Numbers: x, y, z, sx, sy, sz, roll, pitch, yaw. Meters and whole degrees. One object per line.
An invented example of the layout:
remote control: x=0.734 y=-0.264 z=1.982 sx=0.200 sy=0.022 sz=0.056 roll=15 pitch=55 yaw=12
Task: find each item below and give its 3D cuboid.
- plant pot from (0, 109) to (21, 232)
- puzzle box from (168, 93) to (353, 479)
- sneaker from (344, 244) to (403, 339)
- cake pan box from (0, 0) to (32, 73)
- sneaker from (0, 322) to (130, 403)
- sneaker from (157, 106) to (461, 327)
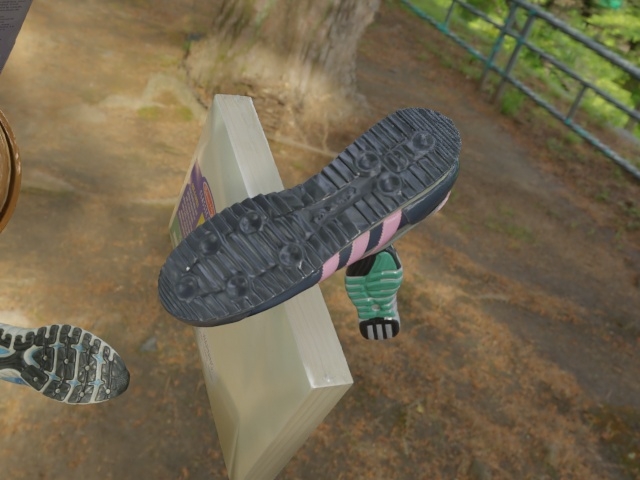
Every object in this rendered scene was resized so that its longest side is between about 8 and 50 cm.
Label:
plant pot: x=-0.500 y=-0.090 z=0.972 sx=0.290 sy=0.291 sz=0.203 roll=4 pitch=0 yaw=-31
puzzle box: x=-0.095 y=0.059 z=0.981 sx=0.052 sy=0.272 sz=0.409 roll=-2 pitch=54 yaw=-27
sneaker: x=0.077 y=0.051 z=1.186 sx=0.083 sy=0.224 sz=0.098 roll=-2 pitch=49 yaw=2
cake pan box: x=-0.353 y=-0.203 z=0.631 sx=0.266 sy=0.245 sz=0.070 roll=-13 pitch=81 yaw=-35
sneaker: x=-0.239 y=0.104 z=0.711 sx=0.162 sy=0.063 sz=0.073 roll=12 pitch=-12 yaw=14
sneaker: x=0.000 y=0.000 z=0.787 sx=0.319 sy=0.131 sz=0.112 roll=-29 pitch=66 yaw=-5
